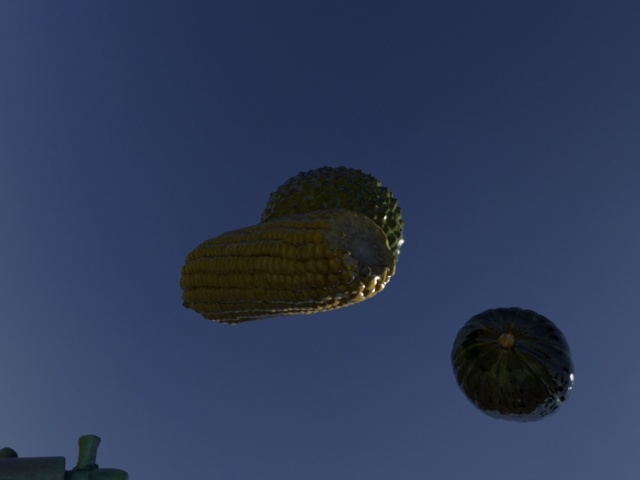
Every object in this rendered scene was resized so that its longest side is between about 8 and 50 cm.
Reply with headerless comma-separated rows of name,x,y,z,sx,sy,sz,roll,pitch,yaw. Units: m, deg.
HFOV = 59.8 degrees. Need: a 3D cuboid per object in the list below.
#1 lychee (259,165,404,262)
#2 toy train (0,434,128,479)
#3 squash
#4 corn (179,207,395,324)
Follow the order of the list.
lychee,0.008,-0.006,1.057,0.320,0.270,0.269,-22,-93,17
toy train,-0.309,0.286,0.502,0.150,0.305,0.221,-59,-147,40
squash,0.345,0.223,1.004,0.218,0.218,0.172,18,-44,42
corn,-0.065,0.038,0.758,0.387,0.144,0.143,-17,-89,46
